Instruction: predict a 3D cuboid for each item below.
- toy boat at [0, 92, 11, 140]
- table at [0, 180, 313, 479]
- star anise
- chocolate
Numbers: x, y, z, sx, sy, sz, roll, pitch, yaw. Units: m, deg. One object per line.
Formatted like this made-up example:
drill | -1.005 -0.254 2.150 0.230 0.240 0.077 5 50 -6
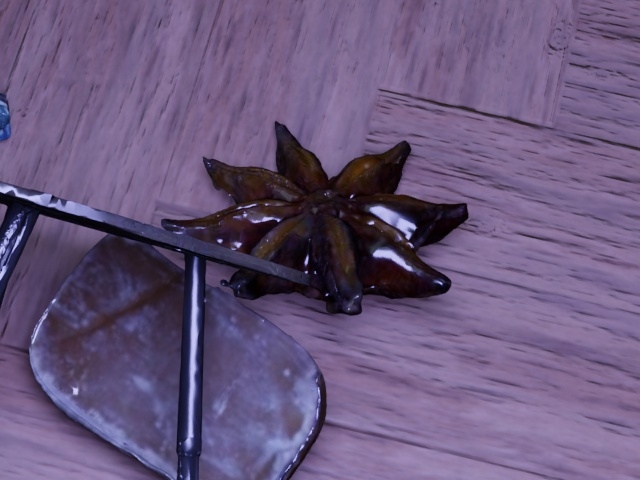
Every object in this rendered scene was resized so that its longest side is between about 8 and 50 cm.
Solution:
toy boat | -0.344 -0.104 1.601 0.140 0.059 0.066 5 46 2
table | -0.216 0.094 1.333 0.317 0.317 0.249 15 87 4
star anise | 0.000 0.000 1.555 0.272 0.102 0.272 3 36 -2
chocolate | -0.110 0.117 1.493 0.254 0.080 0.157 33 83 19
